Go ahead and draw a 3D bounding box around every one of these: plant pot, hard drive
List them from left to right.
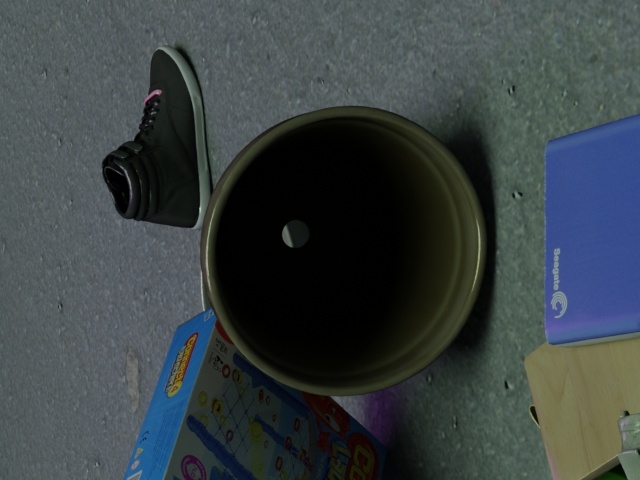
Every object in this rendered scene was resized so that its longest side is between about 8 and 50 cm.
[{"bbox_3d":[0.000,0.000,1.950,0.280,0.323,0.323,-157,67,-75],"label":"plant pot"},{"bbox_3d":[0.331,-0.022,1.534,0.319,0.040,0.210,-15,69,53],"label":"hard drive"}]

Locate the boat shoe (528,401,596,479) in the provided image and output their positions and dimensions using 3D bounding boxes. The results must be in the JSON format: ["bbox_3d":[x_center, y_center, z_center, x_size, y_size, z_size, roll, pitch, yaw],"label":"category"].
[{"bbox_3d":[0.271,0.219,1.708,0.153,0.048,0.056,58,139,40],"label":"boat shoe"}]

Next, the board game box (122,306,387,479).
[{"bbox_3d":[-0.071,0.277,1.929,0.086,0.302,0.308,-32,27,32],"label":"board game box"}]

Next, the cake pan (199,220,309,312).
[{"bbox_3d":[-0.082,0.063,2.296,0.293,0.054,0.293,8,99,59],"label":"cake pan"}]

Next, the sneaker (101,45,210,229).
[{"bbox_3d":[-0.258,-0.159,2.491,0.104,0.147,0.295,-33,63,58],"label":"sneaker"}]

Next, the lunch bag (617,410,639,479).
[{"bbox_3d":[0.363,0.237,1.319,0.169,0.287,0.235,-29,68,57],"label":"lunch bag"}]

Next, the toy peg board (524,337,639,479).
[{"bbox_3d":[0.298,0.152,1.630,0.160,0.079,0.161,-41,43,35],"label":"toy peg board"}]
